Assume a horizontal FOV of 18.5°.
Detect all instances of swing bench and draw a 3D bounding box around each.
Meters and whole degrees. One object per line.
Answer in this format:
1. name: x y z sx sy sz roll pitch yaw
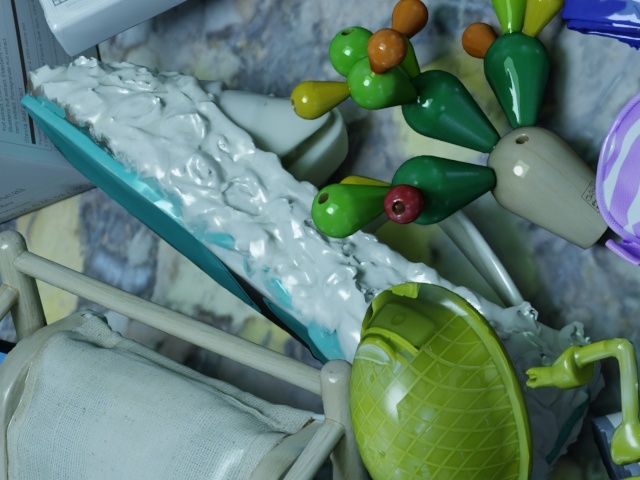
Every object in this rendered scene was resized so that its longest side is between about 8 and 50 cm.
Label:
1. swing bench: -0.088 0.160 1.114 0.253 0.254 0.165 21 63 32

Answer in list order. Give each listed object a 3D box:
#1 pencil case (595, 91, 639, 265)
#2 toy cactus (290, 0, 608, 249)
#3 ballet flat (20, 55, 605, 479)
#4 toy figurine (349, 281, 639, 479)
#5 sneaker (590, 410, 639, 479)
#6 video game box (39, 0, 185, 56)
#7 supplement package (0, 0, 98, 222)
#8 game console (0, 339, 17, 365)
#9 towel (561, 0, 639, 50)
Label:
1. pencil case: 0.218 -0.019 0.938 0.086 0.206 0.088 41 110 43
2. toy cactus: 0.088 -0.069 1.069 0.180 0.219 0.112 36 140 -1
3. ballet flat: 0.000 0.000 1.137 0.409 0.147 0.147 41 107 26
4. toy figurine: 0.047 0.228 0.911 0.191 0.217 0.362 12 122 50
5. sneaker: 0.249 0.164 0.900 0.131 0.112 0.319 -27 47 -6
6. video game box: -0.103 -0.237 1.208 0.205 0.048 0.187 -26 71 -1
7. supplement package: -0.295 -0.110 1.222 0.177 0.293 0.175 -19 75 31
8. game console: -0.246 0.117 1.301 0.122 0.107 0.071 12 120 34
9. towel: 0.260 -0.241 1.013 0.228 0.076 0.308 10 90 26
